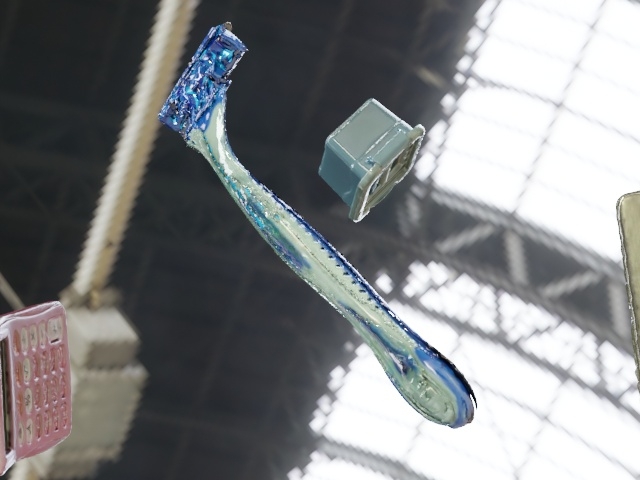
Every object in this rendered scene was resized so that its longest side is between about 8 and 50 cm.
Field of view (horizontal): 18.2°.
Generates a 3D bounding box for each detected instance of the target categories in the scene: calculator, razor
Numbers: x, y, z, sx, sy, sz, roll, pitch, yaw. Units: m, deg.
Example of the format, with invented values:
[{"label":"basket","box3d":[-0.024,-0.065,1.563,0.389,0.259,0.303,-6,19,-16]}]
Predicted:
[{"label":"calculator","box3d":[-0.252,0.121,1.647,0.190,0.034,0.126,-21,-72,-75]},{"label":"razor","box3d":[-0.008,0.002,1.343,0.056,0.324,0.093,-16,-28,-47]}]

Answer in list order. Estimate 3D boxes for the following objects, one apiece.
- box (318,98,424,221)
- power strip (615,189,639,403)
[{"label":"box","box3d":[0.037,-0.068,1.622,0.074,0.054,0.099,-46,-9,-18]},{"label":"power strip","box3d":[0.438,0.062,2.057,0.251,0.092,0.257,-7,-90,-5]}]
